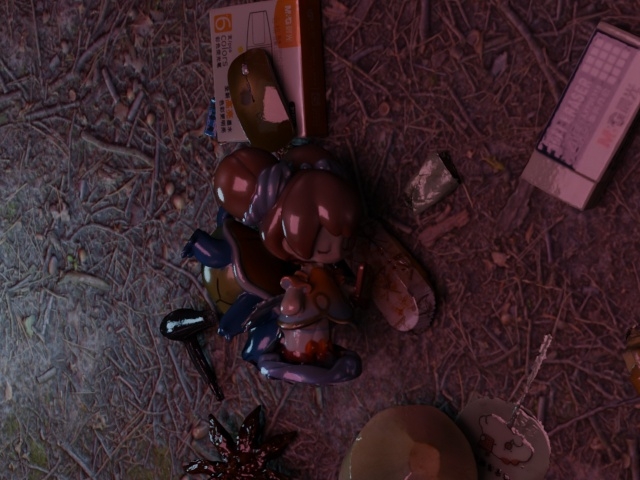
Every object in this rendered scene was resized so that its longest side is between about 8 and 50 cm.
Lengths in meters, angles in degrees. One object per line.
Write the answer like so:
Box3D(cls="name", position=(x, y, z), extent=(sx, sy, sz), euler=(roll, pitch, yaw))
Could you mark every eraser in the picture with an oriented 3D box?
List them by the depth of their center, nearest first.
Box3D(cls="eraser", position=(0.443, -0.197, 1.534), extent=(0.124, 0.081, 0.279), euler=(33, 111, 25))

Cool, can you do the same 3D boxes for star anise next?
Box3D(cls="star anise", position=(-0.170, 0.473, 1.953), extent=(0.288, 0.088, 0.288), euler=(-11, 64, 24))

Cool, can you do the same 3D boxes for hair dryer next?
Box3D(cls="hair dryer", position=(-0.246, 0.242, 2.021), extent=(0.195, 0.075, 0.219), euler=(-15, 102, 53))

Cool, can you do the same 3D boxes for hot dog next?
Box3D(cls="hot dog", position=(0.123, 0.061, 1.774), extent=(0.253, 0.069, 0.131), euler=(54, 128, 19))

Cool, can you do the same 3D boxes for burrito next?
Box3D(cls="burrito", position=(0.194, -0.101, 1.722), extent=(0.118, 0.044, 0.074), euler=(-42, 76, 26))

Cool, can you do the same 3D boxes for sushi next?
Box3D(cls="sushi", position=(-0.037, -0.159, 1.853), extent=(0.118, 0.060, 0.061), euler=(5, 93, 30))

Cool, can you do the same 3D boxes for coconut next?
Box3D(cls="coconut", position=(0.155, 0.419, 1.699), extent=(0.259, 0.259, 0.259), euler=(4, 97, 32))

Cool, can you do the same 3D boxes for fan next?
Box3D(cls="fan", position=(0.342, 0.310, 1.694), extent=(0.191, 0.009, 0.329), euler=(31, 111, 27))

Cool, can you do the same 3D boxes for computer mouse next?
Box3D(cls="computer mouse", position=(-0.113, -0.262, 1.792), extent=(0.102, 0.045, 0.199), euler=(-21, 86, 29))

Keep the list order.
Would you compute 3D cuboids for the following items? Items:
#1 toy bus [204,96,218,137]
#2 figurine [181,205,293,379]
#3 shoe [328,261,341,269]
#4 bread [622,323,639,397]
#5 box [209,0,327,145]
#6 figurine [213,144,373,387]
Box3D(cls="toy bus", position=(-0.209, -0.253, 1.958), extent=(0.038, 0.046, 0.083), euler=(22, 107, 28))
Box3D(cls="figurine", position=(-0.150, 0.071, 1.877), extent=(0.243, 0.298, 0.416), euler=(-7, 87, -12))
Box3D(cls="shoe", position=(0.000, -0.002, 1.836), extent=(0.074, 0.077, 0.194), euler=(-12, 84, 8))
Box3D(cls="bread", position=(0.611, 0.214, 1.439), extent=(0.239, 0.111, 0.246), euler=(-27, 91, 32))
Box3D(cls="box", position=(-0.102, -0.328, 1.857), extent=(0.221, 0.091, 0.274), euler=(-2, 95, 32))
Box3D(cls="figurine", position=(-0.029, 0.033, 1.670), extent=(0.248, 0.276, 0.388), euler=(9, 102, 36))
